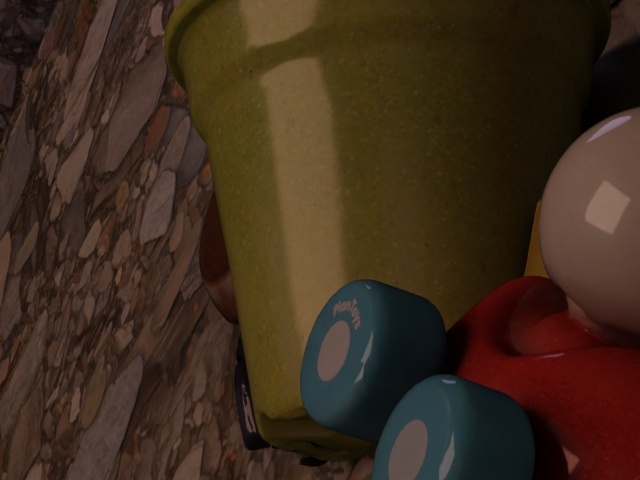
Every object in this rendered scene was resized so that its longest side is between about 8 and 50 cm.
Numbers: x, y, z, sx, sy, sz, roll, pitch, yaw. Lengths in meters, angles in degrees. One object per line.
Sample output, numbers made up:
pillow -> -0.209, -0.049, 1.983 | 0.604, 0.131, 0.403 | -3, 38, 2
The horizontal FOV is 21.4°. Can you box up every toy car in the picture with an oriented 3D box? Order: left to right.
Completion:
toy car -> 0.149, 0.029, 0.750 | 0.238, 0.219, 0.210 | -65, 23, 12

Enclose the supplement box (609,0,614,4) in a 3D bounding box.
supplement box -> 0.189, -0.247, 1.022 | 0.220, 0.111, 0.114 | -36, 40, 54

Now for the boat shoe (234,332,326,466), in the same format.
boat shoe -> 0.000, 0.000, 1.237 | 0.158, 0.127, 0.340 | -41, 36, 44

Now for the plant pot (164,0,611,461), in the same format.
plant pot -> 0.047, -0.009, 1.008 | 0.276, 0.276, 0.254 | -35, 52, 55

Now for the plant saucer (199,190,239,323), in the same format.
plant saucer -> -0.064, -0.024, 1.533 | 0.198, 0.036, 0.198 | -49, 31, 44

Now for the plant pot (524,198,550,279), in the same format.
plant pot -> 0.166, 0.024, 0.904 | 0.083, 0.081, 0.081 | -8, 64, 49
